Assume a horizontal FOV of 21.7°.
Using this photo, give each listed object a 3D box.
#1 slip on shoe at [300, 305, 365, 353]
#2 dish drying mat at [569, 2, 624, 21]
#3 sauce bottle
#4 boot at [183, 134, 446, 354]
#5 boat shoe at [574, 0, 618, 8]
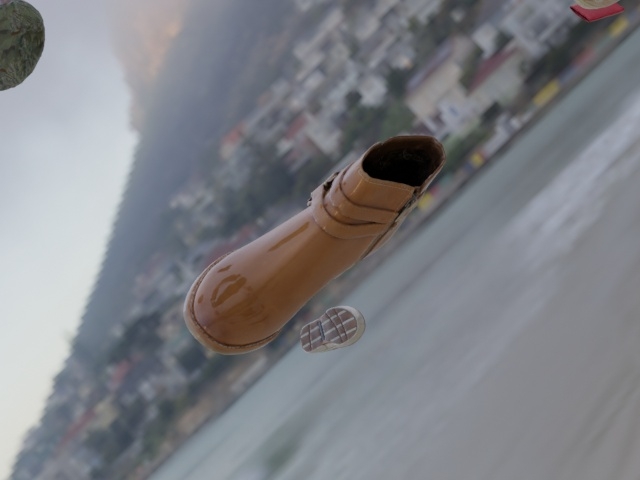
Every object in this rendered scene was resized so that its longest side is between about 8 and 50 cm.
[{"bbox_3d":[0.024,0.112,2.078,0.041,0.051,0.135,-4,-16,-31],"label":"slip on shoe"},{"bbox_3d":[0.327,-0.273,1.972,0.083,0.032,0.008,-22,-33,-48],"label":"dish drying mat"},{"bbox_3d":[-0.459,-0.262,1.867,0.111,0.344,0.111,-31,-47,-41],"label":"sauce bottle"},{"bbox_3d":[0.000,0.000,1.730,0.283,0.109,0.220,-24,-14,-41],"label":"boot"},{"bbox_3d":[0.278,-0.267,1.662,0.059,0.063,0.170,1,-1,33],"label":"boat shoe"}]
